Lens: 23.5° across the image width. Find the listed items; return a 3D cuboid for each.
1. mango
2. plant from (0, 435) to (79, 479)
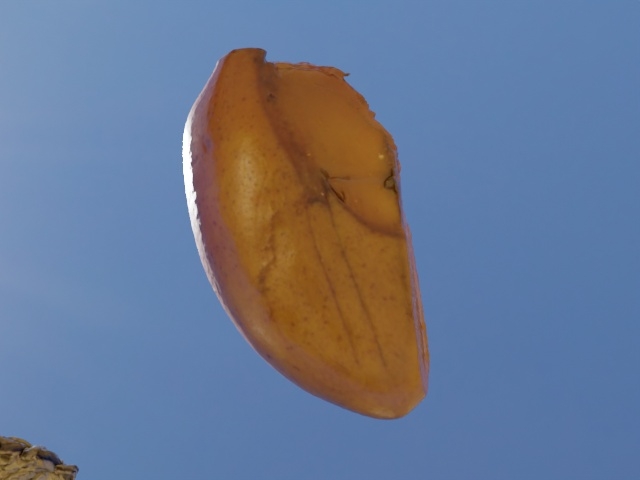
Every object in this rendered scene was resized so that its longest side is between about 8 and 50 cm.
[{"bbox_3d":[0.000,0.000,1.371,0.201,0.199,0.350,3,-118,-56],"label":"mango"},{"bbox_3d":[-0.233,0.159,1.083,0.104,0.116,0.122,-28,-136,-18],"label":"plant"}]
